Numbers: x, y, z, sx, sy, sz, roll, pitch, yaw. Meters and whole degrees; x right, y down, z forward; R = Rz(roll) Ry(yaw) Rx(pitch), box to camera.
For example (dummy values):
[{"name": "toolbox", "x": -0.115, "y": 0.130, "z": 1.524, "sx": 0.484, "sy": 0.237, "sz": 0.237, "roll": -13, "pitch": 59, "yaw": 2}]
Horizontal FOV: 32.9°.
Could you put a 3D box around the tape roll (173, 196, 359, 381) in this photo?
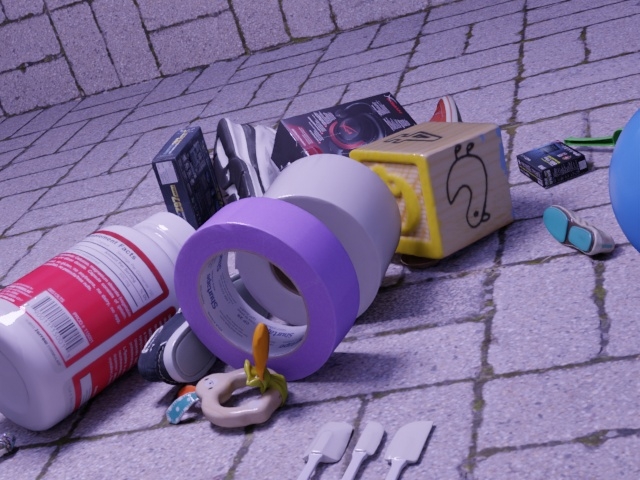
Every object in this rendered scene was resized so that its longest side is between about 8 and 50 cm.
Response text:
[{"name": "tape roll", "x": -0.082, "y": 0.075, "z": 1.636, "sx": 0.274, "sy": 0.275, "sz": 0.090, "roll": -4, "pitch": 27, "yaw": 31}]

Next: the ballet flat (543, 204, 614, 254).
[{"name": "ballet flat", "x": 0.421, "y": -0.013, "z": 1.768, "sx": 0.052, "sy": 0.057, "sz": 0.168, "roll": 5, "pitch": 20, "yaw": -19}]

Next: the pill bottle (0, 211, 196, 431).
[{"name": "pill bottle", "x": -0.377, "y": 0.118, "z": 1.828, "sx": 0.229, "sy": 0.229, "sz": 0.407, "roll": 4, "pitch": 30, "yaw": 43}]

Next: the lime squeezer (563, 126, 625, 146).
[{"name": "lime squeezer", "x": 0.548, "y": -0.165, "z": 1.989, "sx": 0.109, "sy": 0.059, "sz": 0.310, "roll": -9, "pitch": 23, "yaw": -4}]

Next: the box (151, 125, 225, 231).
[{"name": "box", "x": -0.263, "y": -0.096, "z": 2.233, "sx": 0.059, "sy": 0.233, "sz": 0.183, "roll": -8, "pitch": 24, "yaw": 16}]

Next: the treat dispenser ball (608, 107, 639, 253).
[{"name": "treat dispenser ball", "x": 0.547, "y": -0.085, "z": 1.504, "sx": 0.288, "sy": 0.288, "sz": 0.288, "roll": -16, "pitch": 22, "yaw": 7}]

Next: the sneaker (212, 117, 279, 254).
[{"name": "sneaker", "x": -0.055, "y": -0.096, "z": 2.159, "sx": 0.257, "sy": 0.169, "sz": 0.447, "roll": 2, "pitch": 39, "yaw": -17}]

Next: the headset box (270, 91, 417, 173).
[{"name": "headset box", "x": 0.062, "y": -0.150, "z": 2.073, "sx": 0.293, "sy": 0.110, "sz": 0.218, "roll": -19, "pitch": 56, "yaw": -30}]

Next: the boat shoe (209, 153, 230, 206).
[{"name": "boat shoe", "x": -0.162, "y": -0.147, "z": 2.451, "sx": 0.355, "sy": 0.132, "sz": 0.130, "roll": -3, "pitch": 15, "yaw": 13}]

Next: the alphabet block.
[{"name": "alphabet block", "x": 0.195, "y": -0.094, "z": 1.900, "sx": 0.197, "sy": 0.192, "sz": 0.193, "roll": -26, "pitch": 20, "yaw": -37}]

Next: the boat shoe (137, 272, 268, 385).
[{"name": "boat shoe", "x": -0.188, "y": 0.136, "z": 1.788, "sx": 0.091, "sy": 0.114, "sz": 0.302, "roll": -11, "pitch": 14, "yaw": 34}]

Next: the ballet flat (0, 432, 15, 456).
[{"name": "ballet flat", "x": -0.533, "y": 0.334, "z": 1.699, "sx": 0.114, "sy": 0.041, "sz": 0.041, "roll": -19, "pitch": 22, "yaw": 0}]

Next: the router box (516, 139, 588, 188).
[{"name": "router box", "x": 0.439, "y": -0.146, "z": 2.063, "sx": 0.092, "sy": 0.038, "sz": 0.122, "roll": -22, "pitch": 22, "yaw": -6}]

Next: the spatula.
[{"name": "spatula", "x": 0.033, "y": 0.301, "z": 1.367, "sx": 0.168, "sy": 0.019, "sz": 0.242, "roll": -1, "pitch": 28, "yaw": 25}]

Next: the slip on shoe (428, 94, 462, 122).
[{"name": "slip on shoe", "x": 0.252, "y": -0.211, "z": 2.270, "sx": 0.101, "sy": 0.123, "sz": 0.331, "roll": -16, "pitch": 27, "yaw": 16}]

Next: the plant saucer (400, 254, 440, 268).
[{"name": "plant saucer", "x": 0.181, "y": 0.029, "z": 1.885, "sx": 0.083, "sy": 0.015, "sz": 0.083, "roll": -15, "pitch": 22, "yaw": 6}]

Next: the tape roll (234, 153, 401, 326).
[{"name": "tape roll", "x": 0.000, "y": 0.000, "z": 1.790, "sx": 0.246, "sy": 0.246, "sz": 0.169, "roll": -9, "pitch": 24, "yaw": 22}]

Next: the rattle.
[{"name": "rattle", "x": -0.157, "y": 0.198, "z": 1.600, "sx": 0.199, "sy": 0.143, "sz": 0.130, "roll": 4, "pitch": 49, "yaw": 32}]
